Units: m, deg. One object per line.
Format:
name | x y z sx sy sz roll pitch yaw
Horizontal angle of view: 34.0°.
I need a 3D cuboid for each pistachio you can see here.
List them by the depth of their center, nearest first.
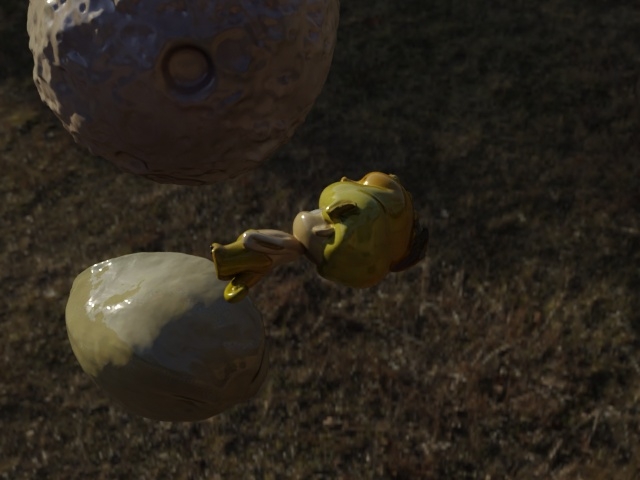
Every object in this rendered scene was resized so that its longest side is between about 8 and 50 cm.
pistachio | -0.217 0.126 1.418 0.332 0.226 0.208 10 1 32

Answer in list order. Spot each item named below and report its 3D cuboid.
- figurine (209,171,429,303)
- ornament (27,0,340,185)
figurine | 0.000 0.000 1.183 0.246 0.156 0.131 -15 81 -6
ornament | -0.116 -0.178 0.845 0.225 0.259 0.259 23 34 -23
